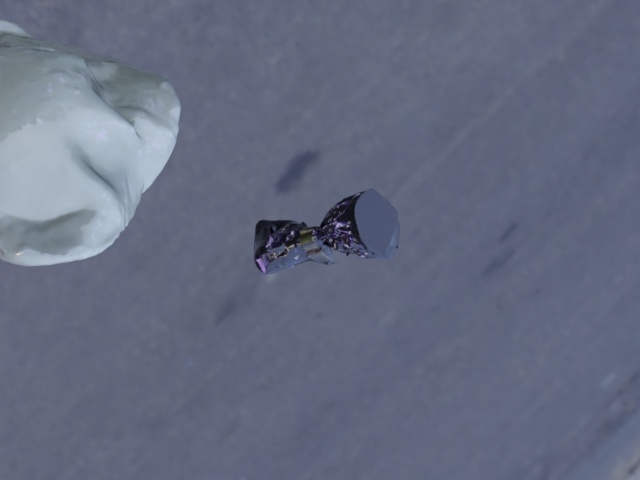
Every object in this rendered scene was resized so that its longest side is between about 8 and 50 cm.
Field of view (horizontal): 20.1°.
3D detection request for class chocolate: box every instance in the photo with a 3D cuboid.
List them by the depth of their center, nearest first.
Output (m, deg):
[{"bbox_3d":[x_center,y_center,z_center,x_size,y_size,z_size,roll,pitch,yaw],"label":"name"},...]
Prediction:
[{"bbox_3d":[-0.002,0.001,1.528,0.147,0.070,0.072,-21,-177,46],"label":"chocolate"}]

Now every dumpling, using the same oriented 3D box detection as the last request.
[{"bbox_3d":[-0.139,-0.056,0.951,0.134,0.169,0.100,-17,119,-22],"label":"dumpling"}]
